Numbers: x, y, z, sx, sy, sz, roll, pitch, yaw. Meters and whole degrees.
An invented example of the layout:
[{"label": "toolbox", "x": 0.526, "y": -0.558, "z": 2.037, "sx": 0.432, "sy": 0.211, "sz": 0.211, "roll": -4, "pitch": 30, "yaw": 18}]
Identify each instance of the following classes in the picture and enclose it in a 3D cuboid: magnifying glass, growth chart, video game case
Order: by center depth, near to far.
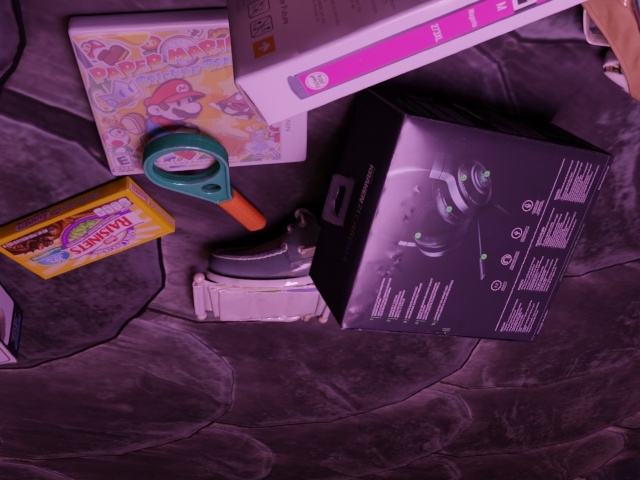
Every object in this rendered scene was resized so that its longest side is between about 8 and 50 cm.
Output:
[{"label": "video game case", "x": -0.126, "y": -0.151, "z": 0.756, "sx": 0.227, "sy": 0.026, "sz": 0.206, "roll": -5, "pitch": 145, "yaw": -6}, {"label": "magnifying glass", "x": -0.125, "y": -0.062, "z": 0.849, "sx": 0.092, "sy": 0.026, "sz": 0.231, "roll": -15, "pitch": 156, "yaw": 16}, {"label": "growth chart", "x": -0.081, "y": 0.089, "z": 1.093, "sx": 0.237, "sy": 0.021, "sz": 0.172, "roll": 3, "pitch": 150, "yaw": -16}]

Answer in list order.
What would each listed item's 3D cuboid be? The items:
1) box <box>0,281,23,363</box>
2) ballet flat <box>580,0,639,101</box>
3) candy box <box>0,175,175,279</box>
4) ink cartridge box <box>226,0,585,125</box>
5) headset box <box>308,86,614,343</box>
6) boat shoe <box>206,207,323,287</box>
[{"label": "box", "x": -0.523, "y": 0.069, "z": 0.924, "sx": 0.169, "sy": 0.087, "sz": 0.290, "roll": -8, "pitch": 145, "yaw": -2}, {"label": "ballet flat", "x": 0.324, "y": -0.210, "z": 0.752, "sx": 0.073, "sy": 0.080, "sz": 0.232, "roll": 1, "pitch": 153, "yaw": 38}, {"label": "candy box", "x": -0.301, "y": -0.012, "z": 0.912, "sx": 0.206, "sy": 0.027, "sz": 0.105, "roll": -19, "pitch": 147, "yaw": 15}, {"label": "ink cartridge box", "x": 0.100, "y": -0.232, "z": 0.561, "sx": 0.371, "sy": 0.175, "sz": 0.069, "roll": -20, "pitch": 144, "yaw": 15}, {"label": "headset box", "x": 0.143, "y": -0.025, "z": 0.819, "sx": 0.283, "sy": 0.131, "sz": 0.246, "roll": 6, "pitch": 113, "yaw": -21}, {"label": "boat shoe", "x": 0.000, "y": 0.000, "z": 0.966, "sx": 0.319, "sy": 0.116, "sz": 0.099, "roll": -5, "pitch": 102, "yaw": 6}]
